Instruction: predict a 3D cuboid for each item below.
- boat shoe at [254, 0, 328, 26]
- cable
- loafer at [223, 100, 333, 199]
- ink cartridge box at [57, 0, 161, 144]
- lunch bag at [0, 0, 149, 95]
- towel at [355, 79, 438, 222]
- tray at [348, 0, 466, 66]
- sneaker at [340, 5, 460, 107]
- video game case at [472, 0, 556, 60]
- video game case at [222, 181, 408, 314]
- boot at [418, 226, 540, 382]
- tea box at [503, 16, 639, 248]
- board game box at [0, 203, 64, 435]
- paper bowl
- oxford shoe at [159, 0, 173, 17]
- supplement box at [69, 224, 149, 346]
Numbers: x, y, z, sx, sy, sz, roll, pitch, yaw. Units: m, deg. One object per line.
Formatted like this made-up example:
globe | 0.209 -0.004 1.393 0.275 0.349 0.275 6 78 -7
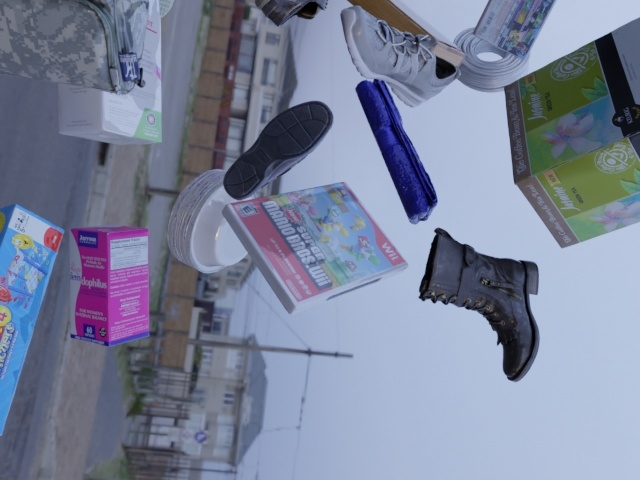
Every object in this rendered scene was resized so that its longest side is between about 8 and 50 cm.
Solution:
boat shoe | -0.045 -0.757 2.046 0.130 0.355 0.132 60 -30 -7
cable | 0.542 -0.587 2.097 0.257 0.257 0.089 53 -16 31
loafer | -0.090 -0.204 1.469 0.302 0.109 0.095 -38 175 17
ink cartridge box | -0.440 -0.391 1.377 0.207 0.119 0.354 -1 92 -70
lunch bag | -0.408 -0.363 0.976 0.213 0.304 0.256 -88 -175 -70
towel | 0.172 -0.190 1.422 0.227 0.076 0.308 8 60 -80
tray | 0.208 -0.627 1.827 0.411 0.202 0.076 49 -61 22
sneaker | 0.134 -0.319 1.080 0.115 0.281 0.105 -21 -110 32
video game case | 0.545 -0.632 1.821 0.201 0.183 0.023 -65 -159 15
video game case | 0.000 0.000 1.084 0.204 0.285 0.025 54 -49 19
boot | 0.291 0.121 1.235 0.091 0.228 0.263 131 -31 -66
tea box | 0.565 -0.213 1.295 0.323 0.220 0.329 -26 -143 31
board game box | -0.536 0.126 0.932 0.308 0.086 0.302 -13 -124 29
paper bowl | -0.275 -0.043 1.812 0.284 0.148 0.284 -43 145 -39
oxford shoe | -0.489 -0.755 1.582 0.169 0.130 0.449 -54 141 -27
supplement box | -0.413 0.084 1.284 0.114 0.111 0.220 -8 101 -60
